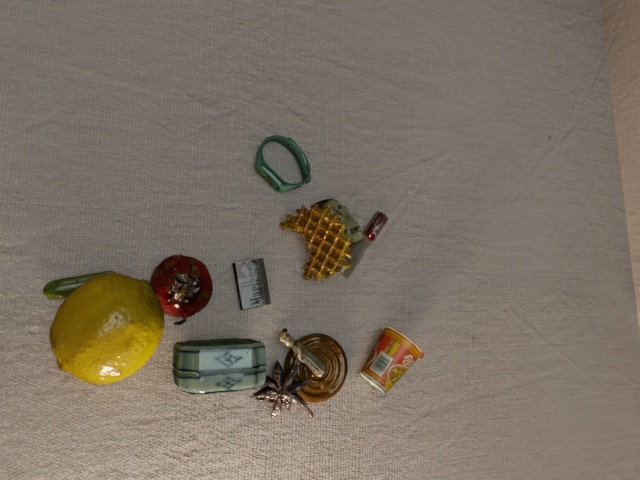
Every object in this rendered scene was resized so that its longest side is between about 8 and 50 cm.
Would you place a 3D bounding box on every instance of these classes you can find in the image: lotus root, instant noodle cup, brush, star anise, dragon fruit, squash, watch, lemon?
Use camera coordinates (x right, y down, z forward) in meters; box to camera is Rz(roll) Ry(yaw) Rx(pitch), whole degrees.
[{"bbox_3d":[0.055,-0.052,2.033,0.235,0.119,0.138,49,63,-10],"label":"lotus root"},{"bbox_3d":[0.267,0.473,2.012,0.193,0.193,0.212,42,75,-11],"label":"instant noodle cup"},{"bbox_3d":[0.181,0.012,2.117,0.060,0.050,0.321,42,69,-15],"label":"brush"},{"bbox_3d":[-0.123,0.548,1.859,0.231,0.089,0.209,14,91,7],"label":"star anise"},{"bbox_3d":[-0.466,0.154,1.763,0.218,0.148,0.224,45,68,-11],"label":"dragon fruit"},{"bbox_3d":[-0.768,0.144,1.681,0.238,0.069,0.069,-10,85,-23],"label":"squash"},{"bbox_3d":[-0.144,-0.296,2.025,0.237,0.068,0.195,44,65,-6],"label":"watch"},{"bbox_3d":[-0.645,0.269,1.586,0.336,0.336,0.336,4,79,-22],"label":"lemon"}]

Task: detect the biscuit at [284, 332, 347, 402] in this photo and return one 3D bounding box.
[{"bbox_3d":[-0.011,0.481,1.960,0.262,0.037,0.262,4,79,-21],"label":"biscuit"}]

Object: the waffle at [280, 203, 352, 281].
[{"bbox_3d":[0.000,0.000,1.949,0.069,0.259,0.293,-29,98,-59],"label":"waffle"}]

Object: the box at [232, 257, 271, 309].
[{"bbox_3d":[-0.254,0.160,1.913,0.115,0.036,0.178,-8,84,-24],"label":"box"}]

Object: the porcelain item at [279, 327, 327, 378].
[{"bbox_3d":[-0.069,0.409,1.893,0.213,0.084,0.054,43,96,-6],"label":"porcelain item"}]

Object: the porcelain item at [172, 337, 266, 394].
[{"bbox_3d":[-0.334,0.410,1.700,0.281,0.286,0.157,3,82,-24],"label":"porcelain item"}]
